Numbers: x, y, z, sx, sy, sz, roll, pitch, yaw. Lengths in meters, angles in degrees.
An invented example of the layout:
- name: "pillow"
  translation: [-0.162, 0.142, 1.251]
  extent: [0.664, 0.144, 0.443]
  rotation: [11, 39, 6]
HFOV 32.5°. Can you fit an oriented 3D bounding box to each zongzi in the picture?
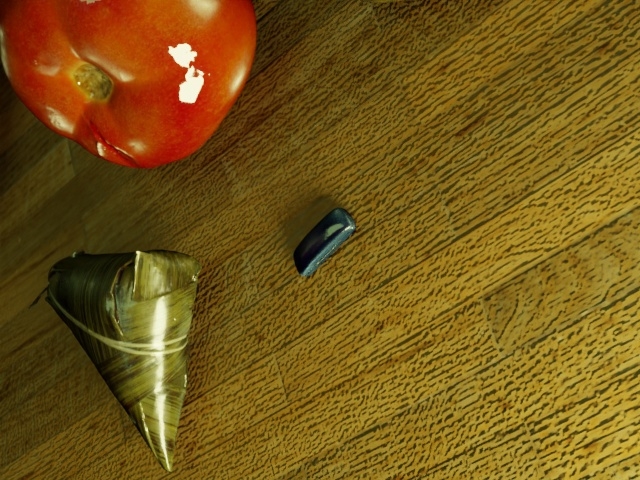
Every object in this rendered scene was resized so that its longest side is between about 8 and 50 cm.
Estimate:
- name: "zongzi"
  translation: [-0.244, 0.131, 1.266]
  extent: [0.248, 0.111, 0.241]
  rotation: [-1, 85, 46]

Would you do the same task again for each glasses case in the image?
- name: "glasses case"
  translation: [0.000, 0.000, 1.132]
  extent: [0.083, 0.023, 0.033]
  rotation: [-45, 56, 24]

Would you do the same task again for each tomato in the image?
- name: "tomato"
  translation: [-0.212, -0.237, 1.237]
  extent: [0.298, 0.298, 0.226]
  rotation: [-10, 33, 40]

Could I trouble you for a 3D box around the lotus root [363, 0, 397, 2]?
- name: "lotus root"
  translation: [0.081, -0.318, 1.062]
  extent: [0.314, 0.141, 0.169]
  rotation: [-8, 70, 48]
